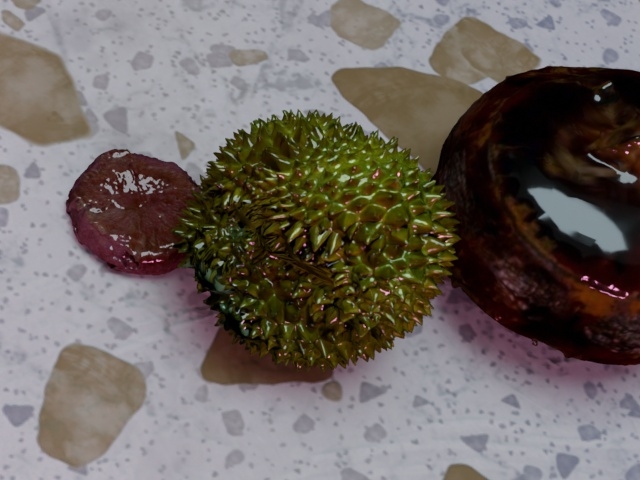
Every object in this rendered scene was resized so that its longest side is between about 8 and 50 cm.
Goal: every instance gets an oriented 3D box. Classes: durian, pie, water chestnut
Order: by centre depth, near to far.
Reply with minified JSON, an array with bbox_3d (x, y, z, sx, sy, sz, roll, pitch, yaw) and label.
[{"bbox_3d":[0.001,0.000,1.737,0.291,0.291,0.224,35,31,7],"label":"durian"},{"bbox_3d":[0.285,-0.049,1.821,0.350,0.302,0.350,9,58,-15],"label":"water chestnut"},{"bbox_3d":[-0.186,-0.031,1.822,0.153,0.038,0.154,7,55,-10],"label":"pie"}]
